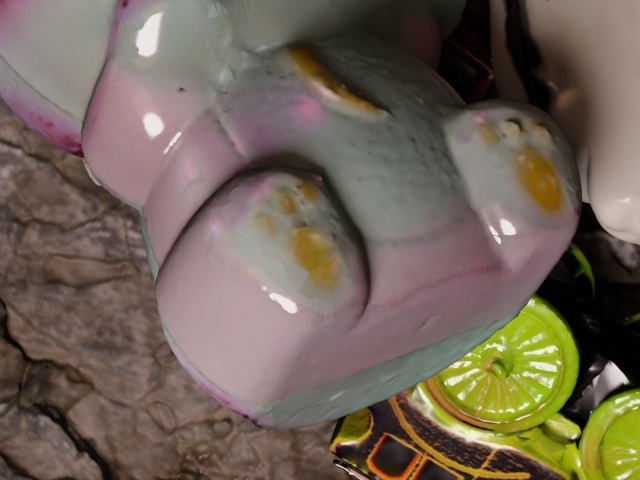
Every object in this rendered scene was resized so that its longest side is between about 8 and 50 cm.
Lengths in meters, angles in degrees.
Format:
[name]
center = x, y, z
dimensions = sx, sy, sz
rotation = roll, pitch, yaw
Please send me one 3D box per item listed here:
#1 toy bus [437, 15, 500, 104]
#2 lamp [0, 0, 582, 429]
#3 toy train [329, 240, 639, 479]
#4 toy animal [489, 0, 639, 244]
[toy bus]
center = 0.022, -0.107, 1.021
dimensions = 0.235, 0.073, 0.096
rotation = 40, 105, 5
[lamp]
center = -0.037, -0.063, 0.884
dimensions = 0.301, 0.247, 0.247
rotation = 60, 154, 21
[toy train]
center = 0.155, 0.112, 0.996
dimensions = 0.296, 0.100, 0.161
rotation = 31, 116, -1
[toy animal]
center = 0.187, -0.102, 0.912
dimensions = 0.204, 0.156, 0.208
rotation = -20, 72, 25
